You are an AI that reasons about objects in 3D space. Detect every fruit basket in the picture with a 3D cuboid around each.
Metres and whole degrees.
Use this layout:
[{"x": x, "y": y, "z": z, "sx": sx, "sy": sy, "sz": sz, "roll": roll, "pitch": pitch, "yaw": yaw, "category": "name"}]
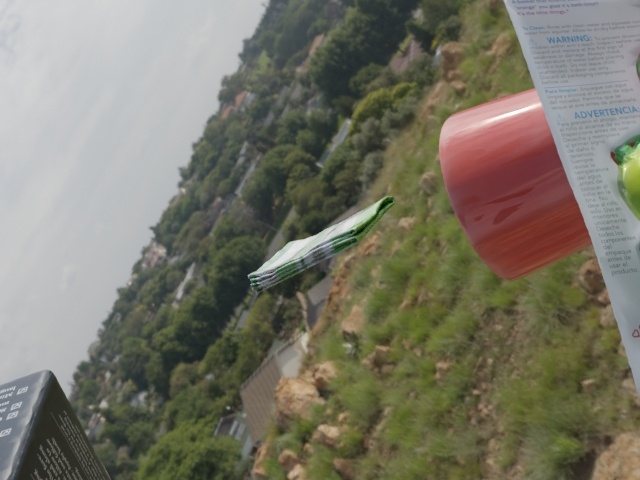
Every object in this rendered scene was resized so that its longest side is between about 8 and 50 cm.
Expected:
[{"x": 0.338, "y": -0.064, "z": 0.493, "sx": 0.165, "sy": 0.327, "sz": 0.353, "roll": 98, "pitch": 162, "yaw": -61, "category": "fruit basket"}]

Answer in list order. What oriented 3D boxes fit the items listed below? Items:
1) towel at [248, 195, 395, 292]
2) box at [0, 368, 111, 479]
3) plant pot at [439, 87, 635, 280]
[{"x": 0.000, "y": 0.000, "z": 0.673, "sx": 0.152, "sy": 0.023, "sz": 0.113, "roll": -28, "pitch": 10, "yaw": 34, "category": "towel"}, {"x": -0.392, "y": 0.352, "z": 0.599, "sx": 0.294, "sy": 0.211, "sz": 0.395, "roll": -19, "pitch": 22, "yaw": -5, "category": "box"}, {"x": 0.340, "y": -0.107, "z": 0.874, "sx": 0.243, "sy": 0.275, "sz": 0.275, "roll": -24, "pitch": 36, "yaw": 36, "category": "plant pot"}]
